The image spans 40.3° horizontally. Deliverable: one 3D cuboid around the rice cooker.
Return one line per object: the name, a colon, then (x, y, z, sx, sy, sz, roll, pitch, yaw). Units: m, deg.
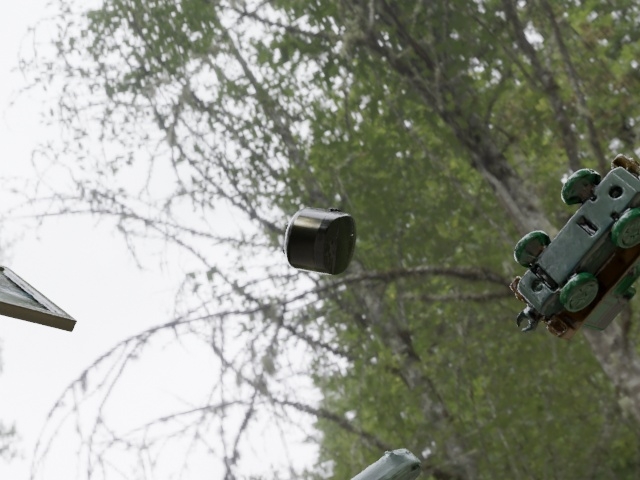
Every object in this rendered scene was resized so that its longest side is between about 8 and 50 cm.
rice cooker: (0.000, 0.000, 1.464, 0.107, 0.165, 0.112, 8, -84, 10)

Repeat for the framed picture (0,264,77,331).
framed picture: (-0.486, 0.035, 1.078, 0.315, 0.232, 0.024, 22, -89, -45)

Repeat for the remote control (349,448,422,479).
remote control: (0.052, 0.408, 1.356, 0.247, 0.052, 0.104, -30, -32, -17)

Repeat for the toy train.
toy train: (0.291, 0.012, 0.907, 0.136, 0.091, 0.227, 22, -69, -44)
